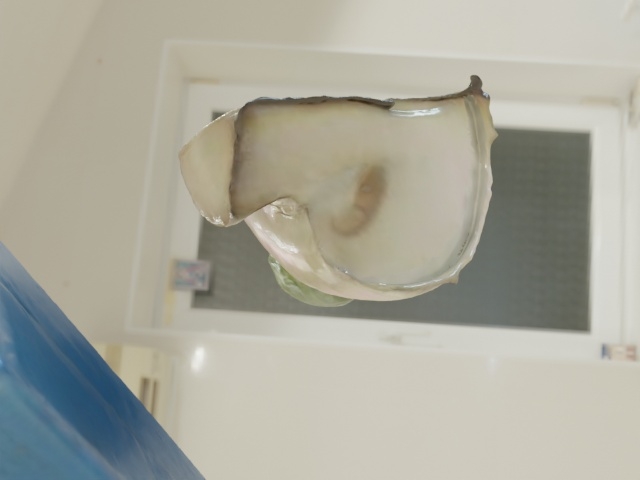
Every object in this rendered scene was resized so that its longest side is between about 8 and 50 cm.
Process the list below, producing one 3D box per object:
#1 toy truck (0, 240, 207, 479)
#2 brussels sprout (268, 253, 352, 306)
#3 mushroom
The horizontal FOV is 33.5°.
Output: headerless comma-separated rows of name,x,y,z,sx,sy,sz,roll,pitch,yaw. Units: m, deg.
toy truck,-0.108,0.165,0.460,0.385,0.162,0.161,58,175,-33
brussels sprout,-0.003,0.002,1.185,0.155,0.117,0.155,157,90,-85
mushroom,0.007,-0.015,0.826,0.173,0.236,0.162,-34,67,56
